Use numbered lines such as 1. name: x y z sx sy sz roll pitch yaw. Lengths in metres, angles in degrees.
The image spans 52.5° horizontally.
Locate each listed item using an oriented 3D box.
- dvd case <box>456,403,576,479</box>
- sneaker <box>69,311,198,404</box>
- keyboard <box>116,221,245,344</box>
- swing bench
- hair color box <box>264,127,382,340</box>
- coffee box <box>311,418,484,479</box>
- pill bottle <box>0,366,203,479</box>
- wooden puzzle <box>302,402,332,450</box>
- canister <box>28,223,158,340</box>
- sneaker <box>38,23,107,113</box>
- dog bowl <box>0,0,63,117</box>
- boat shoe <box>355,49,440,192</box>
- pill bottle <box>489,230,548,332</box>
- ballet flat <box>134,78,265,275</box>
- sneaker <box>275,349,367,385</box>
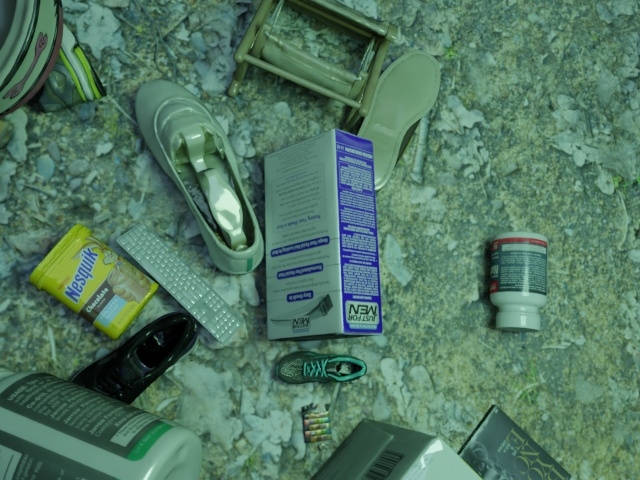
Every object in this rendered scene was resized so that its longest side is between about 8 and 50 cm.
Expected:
1. dvd case: 0.357 0.442 1.206 0.221 0.018 0.164 43 72 -2
2. sneaker: -0.319 0.212 1.040 0.107 0.124 0.283 46 73 0
3. keyboard: -0.240 0.073 1.127 0.256 0.014 0.072 44 34 -1
4. swing bench: -0.008 -0.358 1.214 0.253 0.165 0.254 22 74 -7
5. hair color box: 0.000 0.000 1.120 0.110 0.185 0.338 11 73 -43
6. coffee box: 0.125 0.514 0.968 0.334 0.338 0.337 45 73 -2
7. pill bottle: -0.366 0.301 0.897 0.361 0.204 0.204 16 74 15
8. wooden puzzle: -0.006 0.330 1.150 0.049 0.006 0.083 -3 79 -14
9. canister: -0.373 0.071 1.085 0.170 0.073 0.126 38 73 -5
10. sneaker: -0.502 -0.357 1.131 0.121 0.111 0.300 -33 85 -13
11. dog bowl: -0.600 -0.361 1.027 0.408 0.150 0.408 0 90 6
12. boat shoe: 0.132 -0.222 1.254 0.117 0.097 0.324 26 73 -2
13. pill bottle: 0.379 0.081 1.241 0.108 0.108 0.180 8 76 -11
14. ballet flat: -0.203 -0.129 1.138 0.139 0.139 0.400 -25 85 -17
15. sneaker: 0.006 0.222 1.140 0.166 0.076 0.065 -1 78 -13
